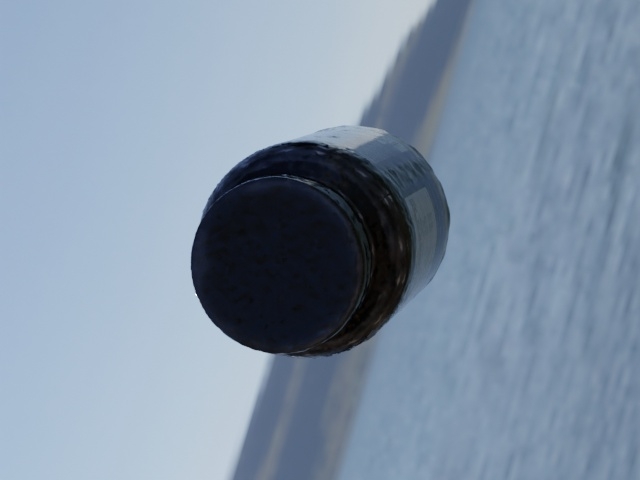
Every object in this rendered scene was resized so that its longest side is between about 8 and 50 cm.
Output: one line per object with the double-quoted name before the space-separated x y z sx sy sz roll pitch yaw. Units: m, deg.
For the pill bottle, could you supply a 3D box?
"pill bottle" 0.000 0.000 1.068 0.219 0.123 0.122 -28 -45 -76
